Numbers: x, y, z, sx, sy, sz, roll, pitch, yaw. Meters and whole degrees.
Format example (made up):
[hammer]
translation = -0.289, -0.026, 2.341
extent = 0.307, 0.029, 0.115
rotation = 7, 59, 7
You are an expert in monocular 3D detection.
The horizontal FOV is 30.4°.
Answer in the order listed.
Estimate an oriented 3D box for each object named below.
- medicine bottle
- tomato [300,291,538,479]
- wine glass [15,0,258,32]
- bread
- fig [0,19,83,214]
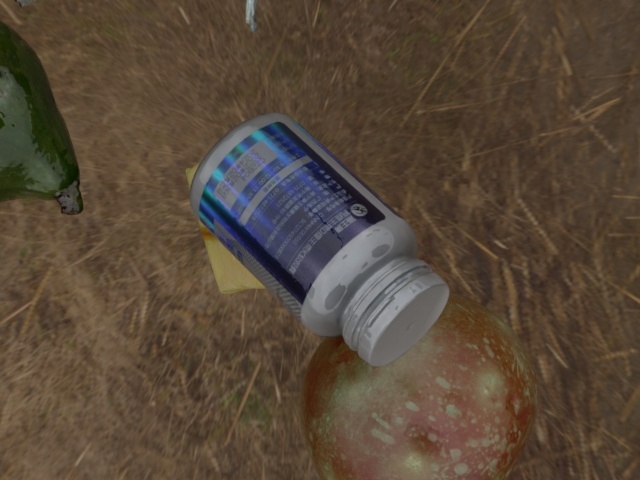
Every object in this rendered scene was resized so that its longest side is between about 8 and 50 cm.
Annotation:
[medicine bottle]
translation = 0.000, 0.000, 0.864
extent = 0.107, 0.107, 0.191
rotation = -46, 66, 1
[tomato]
translation = 0.096, 0.171, 1.296
extent = 0.270, 0.270, 0.222
rotation = -34, 113, 0
[wine glass]
translation = -0.164, -0.277, 1.119
extent = 0.232, 0.156, 0.156
rotation = 9, 93, -2
[bread]
translation = -0.076, -0.024, 1.291
extent = 0.163, 0.264, 0.167
rotation = -18, 93, 6
[fig]
translation = -0.326, -0.112, 1.135
extent = 0.245, 0.195, 0.195
rotation = 30, 92, -15
